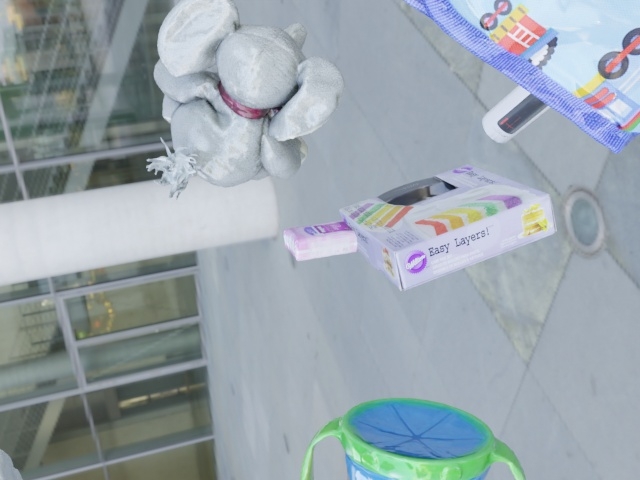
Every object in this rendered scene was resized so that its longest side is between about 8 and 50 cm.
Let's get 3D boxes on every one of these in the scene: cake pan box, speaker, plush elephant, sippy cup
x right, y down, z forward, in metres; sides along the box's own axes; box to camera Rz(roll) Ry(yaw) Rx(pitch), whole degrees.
[{"bbox_3d":[0.180,-0.031,1.148,0.267,0.246,0.070,-133,27,-68],"label":"cake pan box"},{"bbox_3d":[0.295,-0.197,1.085,0.136,0.055,0.055,-41,58,50],"label":"speaker"},{"bbox_3d":[-0.104,-0.218,1.084,0.255,0.272,0.330,-46,8,29],"label":"plush elephant"},{"bbox_3d":[0.140,0.389,1.159,0.305,0.240,0.224,14,105,46],"label":"sippy cup"}]

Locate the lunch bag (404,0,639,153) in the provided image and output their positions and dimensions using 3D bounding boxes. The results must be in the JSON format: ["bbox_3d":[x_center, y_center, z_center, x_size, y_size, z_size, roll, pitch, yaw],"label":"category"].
[{"bbox_3d":[0.110,-0.187,0.301,0.221,0.293,0.138,-51,10,31],"label":"lunch bag"}]

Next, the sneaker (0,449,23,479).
[{"bbox_3d":[-0.623,0.406,1.316,0.240,0.126,0.091,61,173,-20],"label":"sneaker"}]

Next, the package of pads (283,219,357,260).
[{"bbox_3d":[0.000,0.000,0.944,0.050,0.083,0.032,-131,37,-59],"label":"package of pads"}]
